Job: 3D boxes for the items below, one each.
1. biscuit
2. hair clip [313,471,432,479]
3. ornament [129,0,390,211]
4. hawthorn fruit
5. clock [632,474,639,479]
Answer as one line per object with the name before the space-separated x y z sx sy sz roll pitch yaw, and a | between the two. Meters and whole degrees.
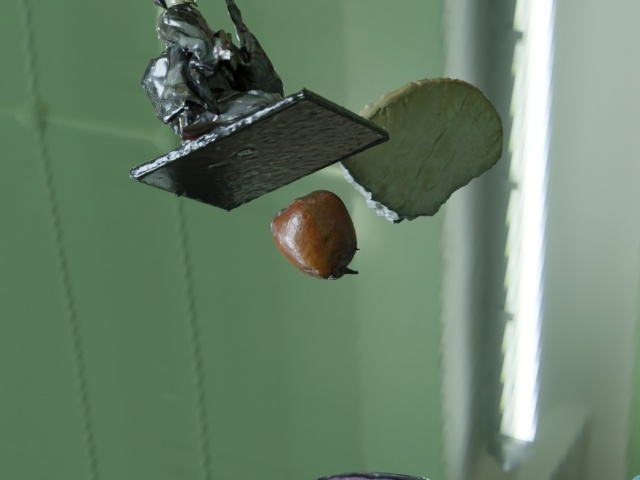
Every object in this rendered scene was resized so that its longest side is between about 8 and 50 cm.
biscuit | 0.114 -0.098 1.887 0.265 0.040 0.188 -7 -57 -38
hair clip | 0.121 0.266 1.468 0.095 0.358 0.110 52 -132 -66
ornament | -0.074 -0.148 1.262 0.166 0.153 0.196 18 -130 -65
hawthorn fruit | 0.000 0.000 1.654 0.093 0.081 0.081 58 -162 11
clock | 0.421 0.385 2.166 0.147 0.045 0.108 -61 21 -4
